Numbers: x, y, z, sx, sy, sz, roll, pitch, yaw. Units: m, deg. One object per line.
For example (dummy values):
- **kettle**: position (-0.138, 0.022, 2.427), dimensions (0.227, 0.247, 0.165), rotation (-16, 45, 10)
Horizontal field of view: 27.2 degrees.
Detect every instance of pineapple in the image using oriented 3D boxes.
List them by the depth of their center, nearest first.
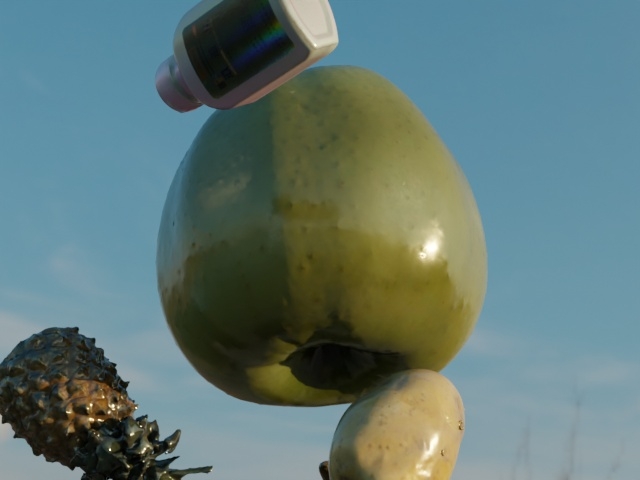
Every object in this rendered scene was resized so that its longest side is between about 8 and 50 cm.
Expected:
- **pineapple**: position (-0.275, 0.265, 1.712), dimensions (0.340, 0.169, 0.169), rotation (43, -8, 26)

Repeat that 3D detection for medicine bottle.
- **medicine bottle**: position (-0.087, -0.205, 1.391), dimensions (0.219, 0.115, 0.078), rotation (-27, -1, 40)

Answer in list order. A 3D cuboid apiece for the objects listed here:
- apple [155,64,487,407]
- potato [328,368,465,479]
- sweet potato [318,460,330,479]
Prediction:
- **apple**: position (0.000, 0.000, 1.798), dimensions (0.473, 0.474, 0.473), rotation (6, -22, 2)
- **potato**: position (0.075, 0.187, 1.221), dimensions (0.109, 0.178, 0.118), rotation (-30, -84, 37)
- **sweet potato**: position (0.061, 0.411, 2.046), dimensions (0.054, 0.182, 0.053), rotation (-46, -5, 22)
